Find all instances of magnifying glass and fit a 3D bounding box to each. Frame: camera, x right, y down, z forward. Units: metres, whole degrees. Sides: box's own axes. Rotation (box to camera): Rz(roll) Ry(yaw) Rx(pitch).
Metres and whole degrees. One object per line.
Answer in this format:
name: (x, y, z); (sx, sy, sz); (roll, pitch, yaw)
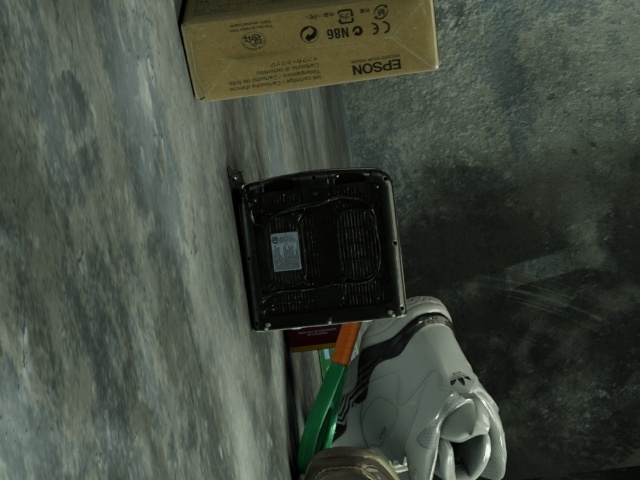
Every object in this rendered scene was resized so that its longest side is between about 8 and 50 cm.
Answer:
magnifying glass: (0.017, 0.173, 1.890); (0.092, 0.026, 0.231); (43, 62, -74)

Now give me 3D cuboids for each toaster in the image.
toaster: (0.000, 0.000, 1.669); (0.110, 0.168, 0.186); (-75, 158, -84)

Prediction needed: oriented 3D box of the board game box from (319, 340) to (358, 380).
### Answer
board game box: (0.041, 0.252, 2.429); (0.213, 0.046, 0.317); (-62, 144, -83)

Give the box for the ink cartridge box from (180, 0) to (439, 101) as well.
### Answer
ink cartridge box: (-0.008, -0.225, 1.510); (0.193, 0.234, 0.088); (-88, 169, -59)

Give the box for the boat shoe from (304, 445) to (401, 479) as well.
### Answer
boat shoe: (0.055, 0.405, 1.861); (0.130, 0.132, 0.355); (-90, 170, -59)

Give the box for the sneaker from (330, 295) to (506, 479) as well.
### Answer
sneaker: (0.109, 0.259, 1.954); (0.210, 0.137, 0.366); (58, -36, 35)

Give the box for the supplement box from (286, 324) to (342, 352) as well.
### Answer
supplement box: (-0.013, 0.035, 1.928); (0.104, 0.080, 0.188); (-92, 172, -48)
